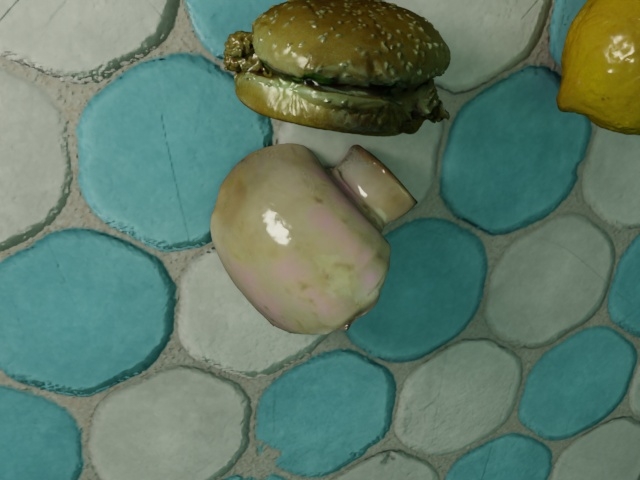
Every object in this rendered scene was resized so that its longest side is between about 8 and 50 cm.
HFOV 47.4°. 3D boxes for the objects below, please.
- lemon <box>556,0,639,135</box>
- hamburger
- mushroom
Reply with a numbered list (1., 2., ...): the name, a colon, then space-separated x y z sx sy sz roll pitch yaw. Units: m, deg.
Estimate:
1. lemon: 0.389 -0.224 0.848 0.256 0.188 0.188 -34 122 2
2. hamburger: 0.014 -0.177 0.729 0.215 0.189 0.122 -2 118 -22
3. mushroom: -0.014 -0.010 0.825 0.236 0.162 0.173 -43 124 3
